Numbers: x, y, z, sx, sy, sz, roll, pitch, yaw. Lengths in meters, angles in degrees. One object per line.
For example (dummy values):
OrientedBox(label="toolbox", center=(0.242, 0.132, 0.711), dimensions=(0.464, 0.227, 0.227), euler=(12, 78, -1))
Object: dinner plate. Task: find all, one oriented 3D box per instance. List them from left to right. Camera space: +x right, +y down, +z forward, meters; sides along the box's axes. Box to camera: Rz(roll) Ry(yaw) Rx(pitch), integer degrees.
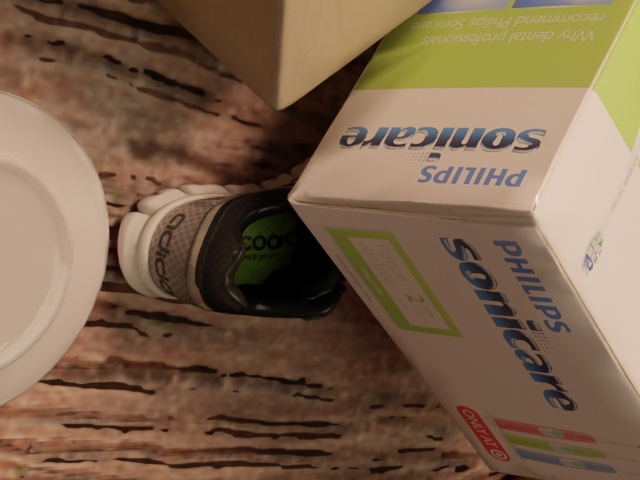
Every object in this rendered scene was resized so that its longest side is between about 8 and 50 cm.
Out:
OrientedBox(label="dinner plate", center=(-0.142, 0.010, 0.546), dimensions=(0.141, 0.017, 0.141), euler=(-14, 113, -35))

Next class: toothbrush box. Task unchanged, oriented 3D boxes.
OrientedBox(label="toothbrush box", center=(0.139, -0.057, 0.631), dimensions=(0.206, 0.122, 0.283), euler=(52, 54, -39))

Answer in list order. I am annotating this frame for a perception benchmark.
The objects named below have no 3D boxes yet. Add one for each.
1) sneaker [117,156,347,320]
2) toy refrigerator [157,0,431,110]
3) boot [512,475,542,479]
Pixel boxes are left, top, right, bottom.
OrientedBox(label="sneaker", center=(0.000, 0.000, 0.616), dimensions=(0.170, 0.074, 0.063), euler=(-11, 113, -36))
OrientedBox(label="toy refrigerator", center=(-0.004, -0.171, 0.458), dimensions=(0.102, 0.094, 0.269), euler=(-39, 161, -21))
OrientedBox(label="boot", center=(0.069, 0.204, 0.737), dimensions=(0.305, 0.112, 0.115), euler=(-50, 119, -10))
